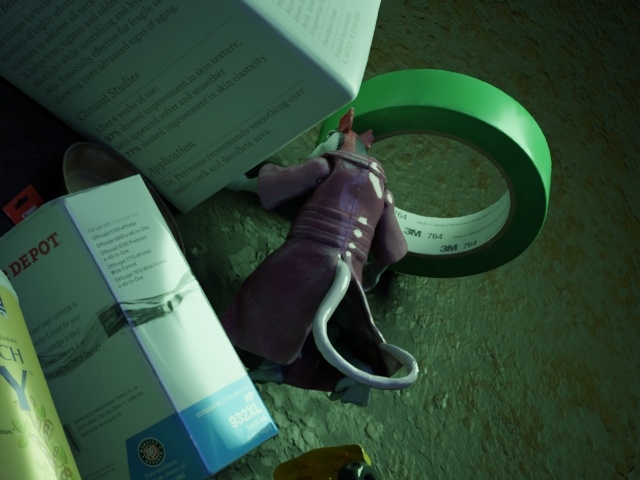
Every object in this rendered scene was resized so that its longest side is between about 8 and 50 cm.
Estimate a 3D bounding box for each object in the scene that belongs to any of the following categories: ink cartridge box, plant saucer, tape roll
[{"bbox_3d":[-0.301,-0.011,1.616,0.115,0.029,0.063,51,38,-11],"label":"ink cartridge box"},{"bbox_3d":[-0.238,-0.024,1.657,0.198,0.036,0.198,45,23,-25],"label":"plant saucer"},{"bbox_3d":[-0.219,0.120,1.462,0.129,0.223,0.307,-25,85,-52],"label":"ink cartridge box"},{"bbox_3d":[0.147,-0.084,1.918,0.321,0.321,0.077,39,42,-23],"label":"tape roll"}]

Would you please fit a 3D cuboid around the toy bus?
[{"bbox_3d":[0.029,0.378,1.644,0.211,0.149,0.220,48,35,-34],"label":"toy bus"}]

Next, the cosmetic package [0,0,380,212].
[{"bbox_3d":[-0.173,-0.316,1.714,0.393,0.329,0.327,39,43,-25],"label":"cosmetic package"}]

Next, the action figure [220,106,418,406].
[{"bbox_3d":[0.000,0.000,1.723,0.248,0.276,0.370,20,73,-17],"label":"action figure"}]

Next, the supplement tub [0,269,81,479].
[{"bbox_3d":[-0.339,0.150,1.160,0.241,0.241,0.331,2,54,-47],"label":"supplement tub"}]
